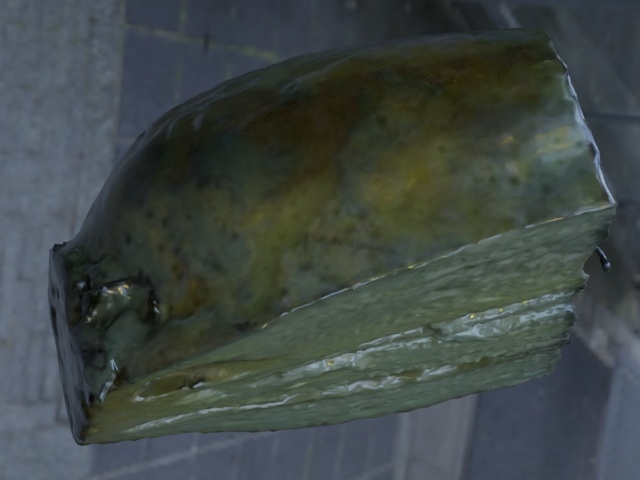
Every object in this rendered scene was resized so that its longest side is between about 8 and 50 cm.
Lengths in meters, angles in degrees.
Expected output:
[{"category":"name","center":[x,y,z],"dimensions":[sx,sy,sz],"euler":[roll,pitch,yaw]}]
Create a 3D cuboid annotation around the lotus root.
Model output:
[{"category":"lotus root","center":[-0.012,0.007,0.794],"dimensions":[0.267,0.260,0.149],"euler":[82,-7,-69]}]
